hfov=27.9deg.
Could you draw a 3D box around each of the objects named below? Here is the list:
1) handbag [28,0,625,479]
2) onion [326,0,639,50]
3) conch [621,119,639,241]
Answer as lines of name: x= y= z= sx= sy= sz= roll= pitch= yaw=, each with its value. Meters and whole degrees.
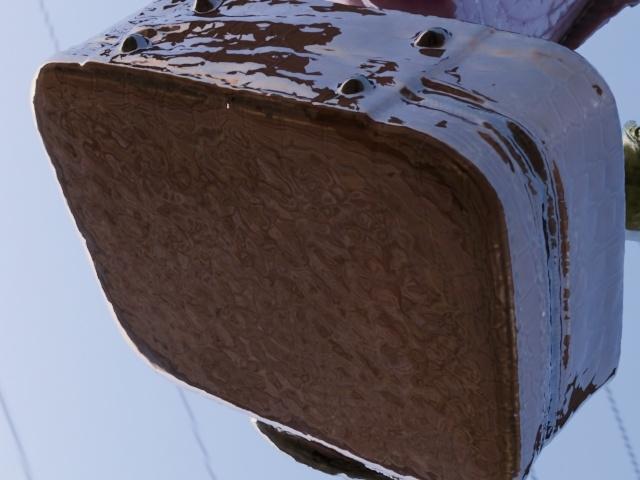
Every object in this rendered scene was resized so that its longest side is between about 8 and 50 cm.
handbag: x=0.000 y=0.000 z=0.417 sx=0.193 sy=0.072 sz=0.151 roll=16 pitch=-48 yaw=36
onion: x=0.065 y=-0.178 z=0.588 sx=0.200 sy=0.200 sz=0.207 roll=40 pitch=-70 yaw=18
conch: x=0.182 y=-0.038 z=0.721 sx=0.121 sy=0.089 sz=0.074 roll=117 pitch=-36 yaw=-66
